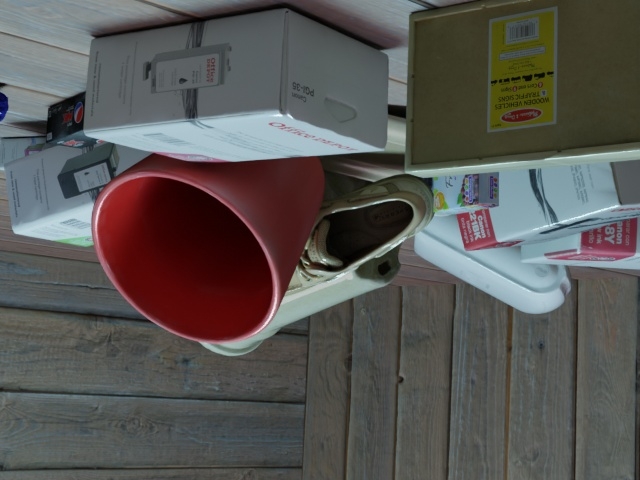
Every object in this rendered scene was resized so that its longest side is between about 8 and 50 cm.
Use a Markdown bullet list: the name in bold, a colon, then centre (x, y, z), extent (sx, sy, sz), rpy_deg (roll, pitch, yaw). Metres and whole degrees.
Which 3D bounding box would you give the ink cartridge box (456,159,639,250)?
- **ink cartridge box**: centre (0.347, -0.073, 1.786), extent (0.197, 0.114, 0.272), rpy_deg (-5, 170, -43)

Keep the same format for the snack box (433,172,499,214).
- **snack box**: centre (0.190, -0.110, 1.694), extent (0.037, 0.141, 0.100), rpy_deg (5, 172, -29)

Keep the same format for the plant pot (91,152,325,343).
- **plant pot**: centre (-0.128, -0.037, 1.749), extent (0.274, 0.275, 0.243), rpy_deg (-2, -149, 29)

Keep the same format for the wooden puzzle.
- **wooden puzzle**: centre (0.061, -0.141, 1.843), extent (0.220, 0.044, 0.238), rpy_deg (12, 166, -14)

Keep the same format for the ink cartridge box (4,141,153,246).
- **ink cartridge box**: centre (-0.305, -0.084, 1.970), extent (0.272, 0.115, 0.198), rpy_deg (-15, 167, 22)

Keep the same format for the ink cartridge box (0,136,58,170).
- **ink cartridge box**: centre (-0.438, -0.133, 2.089), extent (0.122, 0.052, 0.088), rpy_deg (0, 173, 20)

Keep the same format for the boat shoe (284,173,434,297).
- **boat shoe**: centre (0.000, 0.000, 1.888), extent (0.341, 0.122, 0.110), rpy_deg (-27, -175, 19)

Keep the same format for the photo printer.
- **photo printer**: centre (0.329, 0.035, 2.472), extent (0.307, 0.107, 0.256), rpy_deg (29, 172, 8)

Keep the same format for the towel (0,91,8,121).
- **towel**: centre (-0.583, -0.174, 1.763), extent (0.227, 0.076, 0.308), rpy_deg (-1, 176, -37)

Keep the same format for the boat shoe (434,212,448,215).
- **boat shoe**: centre (0.157, -0.082, 2.275), extent (0.184, 0.066, 0.063), rpy_deg (4, -173, -30)

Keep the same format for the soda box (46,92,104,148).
- **soda box**: centre (-0.315, -0.165, 1.779), extent (0.060, 0.053, 0.169), rpy_deg (7, 172, -34)

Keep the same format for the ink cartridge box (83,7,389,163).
- **ink cartridge box**: centre (-0.090, -0.163, 1.454), extent (0.283, 0.117, 0.207), rpy_deg (-2, 172, 35)

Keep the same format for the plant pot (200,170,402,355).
- **plant pot**: centre (-0.045, -0.003, 2.108), extent (0.305, 0.334, 0.333), rpy_deg (-14, 165, 30)

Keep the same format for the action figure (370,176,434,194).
- **action figure**: centre (0.204, -0.087, 2.097), extent (0.185, 0.099, 0.285), rpy_deg (-11, 170, 35)

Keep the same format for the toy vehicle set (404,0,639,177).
- **toy vehicle set**: centre (0.199, -0.153, 1.242), extent (0.266, 0.166, 0.035), rpy_deg (-3, 171, 39)

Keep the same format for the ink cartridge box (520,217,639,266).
- **ink cartridge box**: centre (0.543, -0.037, 2.067), extent (0.384, 0.161, 0.279), rpy_deg (3, 175, -10)
